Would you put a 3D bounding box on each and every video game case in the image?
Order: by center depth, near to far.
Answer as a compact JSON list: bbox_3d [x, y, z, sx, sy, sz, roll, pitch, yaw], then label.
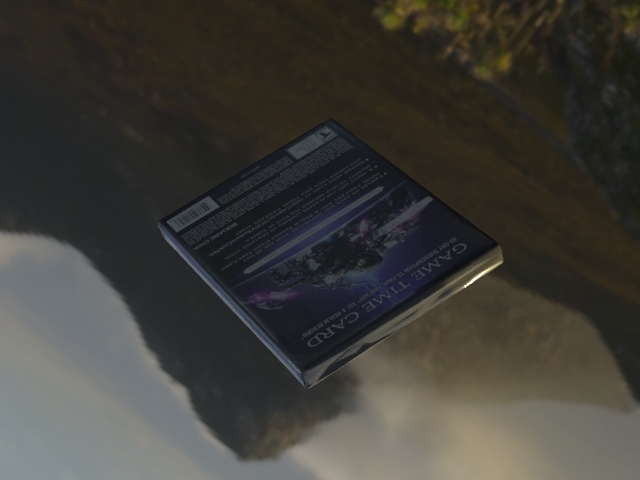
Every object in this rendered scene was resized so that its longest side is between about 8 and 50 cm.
[{"bbox_3d":[0.000,0.000,1.238,0.274,0.196,0.026,42,159,48],"label":"video game case"}]
